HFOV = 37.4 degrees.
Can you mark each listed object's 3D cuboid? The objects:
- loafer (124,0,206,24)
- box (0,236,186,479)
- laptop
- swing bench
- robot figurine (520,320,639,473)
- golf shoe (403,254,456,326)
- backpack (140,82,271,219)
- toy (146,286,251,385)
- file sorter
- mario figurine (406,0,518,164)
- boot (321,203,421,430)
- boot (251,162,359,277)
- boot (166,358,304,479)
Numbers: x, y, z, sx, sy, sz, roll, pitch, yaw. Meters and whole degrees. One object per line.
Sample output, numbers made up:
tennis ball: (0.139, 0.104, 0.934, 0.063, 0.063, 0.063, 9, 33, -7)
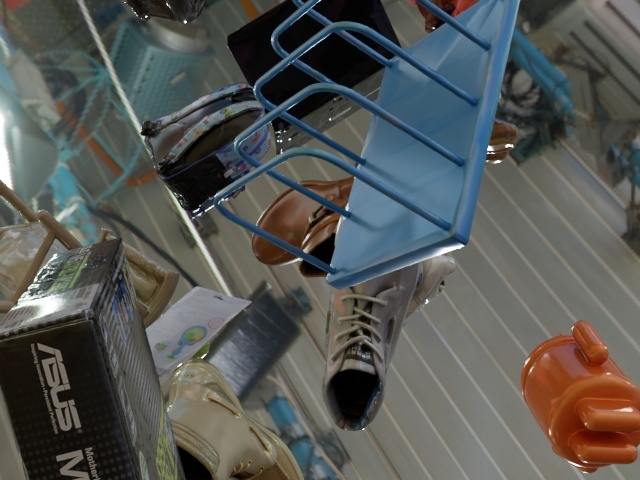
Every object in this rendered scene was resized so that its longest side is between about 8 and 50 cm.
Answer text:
loafer: (-0.217, -0.332, 0.769, 0.130, 0.366, 0.134, -22, -156, 22)
box: (-0.090, 0.102, 0.426, 0.045, 0.190, 0.184, -16, -80, -6)
laptop: (-0.006, -0.270, 1.463, 0.234, 0.264, 0.136, -32, -98, -5)
swing bench: (-0.396, 0.042, 1.437, 0.253, 0.254, 0.165, 24, -95, 50)
robot figurine: (0.325, 0.200, 1.186, 0.128, 0.158, 0.219, -33, -162, 6)
golf shoe: (0.131, 0.078, 1.308, 0.086, 0.176, 0.069, -3, -122, -20)
backpack: (-0.145, -0.134, 1.320, 0.173, 0.117, 0.158, -32, -142, -1)
toy: (-0.231, 0.172, 1.555, 0.137, 0.056, 0.237, 13, -142, 38)
file sorter: (0.024, -0.078, 0.540, 0.118, 0.104, 0.170, -25, -136, 54)
mario figurine: (0.221, -0.270, 1.265, 0.198, 0.170, 0.320, -18, -101, 55)
boot: (0.051, 0.081, 0.966, 0.095, 0.258, 0.123, 5, -139, 5)
boot: (0.000, 0.000, 1.311, 0.283, 0.109, 0.220, -24, -156, 23)
boot: (-0.120, 0.299, 1.225, 0.095, 0.262, 0.203, -31, -166, 14)
